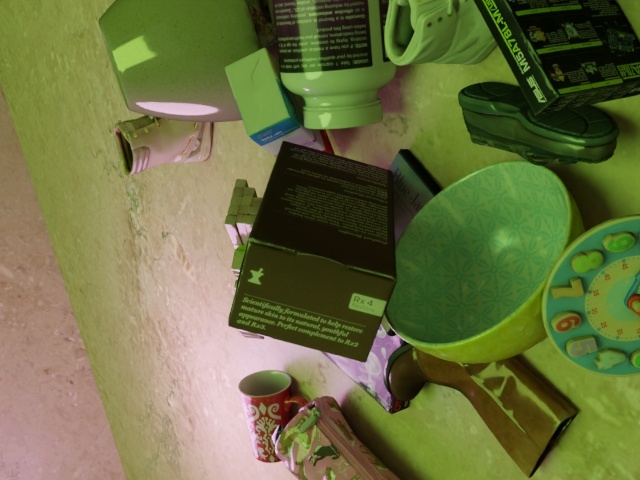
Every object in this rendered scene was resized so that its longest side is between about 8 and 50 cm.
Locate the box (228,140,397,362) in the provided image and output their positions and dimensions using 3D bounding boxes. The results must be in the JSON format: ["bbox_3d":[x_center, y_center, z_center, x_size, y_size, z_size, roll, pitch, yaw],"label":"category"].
[{"bbox_3d":[0.000,0.000,1.281,0.381,0.191,0.143,-80,6,-67],"label":"box"}]

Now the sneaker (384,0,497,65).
[{"bbox_3d":[0.190,-0.324,1.134,0.108,0.169,0.292,61,143,24],"label":"sneaker"}]

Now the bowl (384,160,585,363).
[{"bbox_3d":[0.240,0.053,1.191,0.156,0.289,0.289,41,162,-31],"label":"bowl"}]

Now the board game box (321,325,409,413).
[{"bbox_3d":[0.047,0.135,1.640,0.347,0.056,0.208,36,127,44],"label":"board game box"}]

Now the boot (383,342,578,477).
[{"bbox_3d":[0.239,0.243,1.392,0.280,0.096,0.264,47,131,25],"label":"boot"}]

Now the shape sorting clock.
[{"bbox_3d":[0.356,0.067,1.032,0.040,0.206,0.206,-108,16,-68],"label":"shape sorting clock"}]

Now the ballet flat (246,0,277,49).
[{"bbox_3d":[-0.124,-0.464,1.640,0.077,0.091,0.241,-18,92,27],"label":"ballet flat"}]

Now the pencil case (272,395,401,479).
[{"bbox_3d":[0.075,0.452,1.628,0.160,0.167,0.386,-54,51,8],"label":"pencil case"}]

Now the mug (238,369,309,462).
[{"bbox_3d":[-0.098,0.379,1.896,0.150,0.113,0.169,23,124,52],"label":"mug"}]

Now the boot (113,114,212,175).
[{"bbox_3d":[-0.329,-0.267,1.887,0.095,0.203,0.262,42,136,39],"label":"boot"}]

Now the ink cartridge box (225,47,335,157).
[{"bbox_3d":[-0.060,-0.206,1.495,0.078,0.231,0.134,-24,70,13],"label":"ink cartridge box"}]

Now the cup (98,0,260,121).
[{"bbox_3d":[-0.260,-0.350,1.630,0.331,0.237,0.331,161,90,-80],"label":"cup"}]

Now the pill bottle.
[{"bbox_3d":[0.020,-0.338,1.365,0.181,0.181,0.323,15,114,53],"label":"pill bottle"}]

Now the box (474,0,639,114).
[{"bbox_3d":[0.275,-0.239,1.020,0.045,0.190,0.184,-40,70,52],"label":"box"}]

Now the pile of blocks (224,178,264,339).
[{"bbox_3d":[-0.106,0.047,1.802,0.112,0.149,0.362,6,126,10],"label":"pile of blocks"}]

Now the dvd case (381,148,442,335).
[{"bbox_3d":[0.125,0.006,1.449,0.180,0.022,0.253,56,133,33],"label":"dvd case"}]

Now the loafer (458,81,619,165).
[{"bbox_3d":[0.278,-0.138,1.158,0.267,0.096,0.084,38,142,54],"label":"loafer"}]
